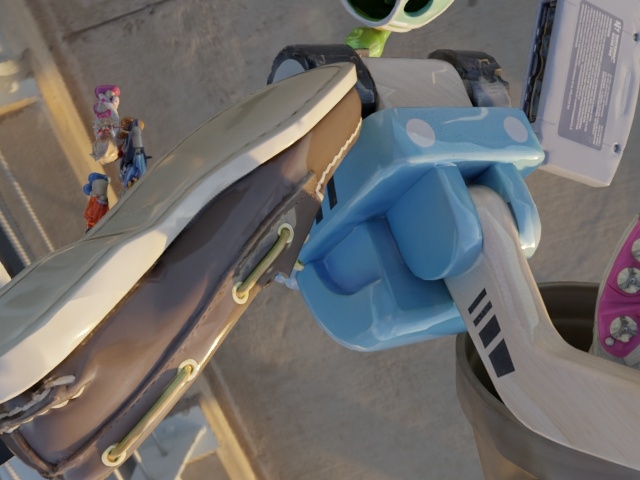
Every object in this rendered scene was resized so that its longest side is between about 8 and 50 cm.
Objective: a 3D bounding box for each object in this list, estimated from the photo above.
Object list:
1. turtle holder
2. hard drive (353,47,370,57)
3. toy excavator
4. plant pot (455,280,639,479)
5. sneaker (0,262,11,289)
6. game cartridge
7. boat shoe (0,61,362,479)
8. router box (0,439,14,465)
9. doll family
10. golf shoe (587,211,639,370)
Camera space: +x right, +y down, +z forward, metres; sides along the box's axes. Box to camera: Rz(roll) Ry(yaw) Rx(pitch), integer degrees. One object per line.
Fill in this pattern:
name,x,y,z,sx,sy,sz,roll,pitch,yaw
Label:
turtle holder,0.117,-0.479,1.209,0.243,0.320,0.227,47,55,-18
hard drive,0.011,-0.203,1.178,0.054,0.172,0.255,20,115,29
toy excavator,0.120,0.021,0.584,0.222,0.433,0.445,-8,69,-32
plant pot,0.314,0.244,0.804,0.323,0.323,0.280,-7,117,-9
sneaker,-0.489,-0.013,0.921,0.094,0.235,0.153,-21,147,-41
game cartridge,0.390,-0.236,1.012,0.196,0.060,0.294,12,88,-25
boat shoe,-0.065,-0.002,0.419,0.324,0.116,0.097,-50,122,-37
router box,-0.339,0.148,0.713,0.243,0.309,0.081,-34,105,-1
doll family,-0.275,-0.086,0.984,0.118,0.163,0.263,2,136,-21
golf shoe,0.335,0.103,0.740,0.115,0.140,0.306,5,103,2
